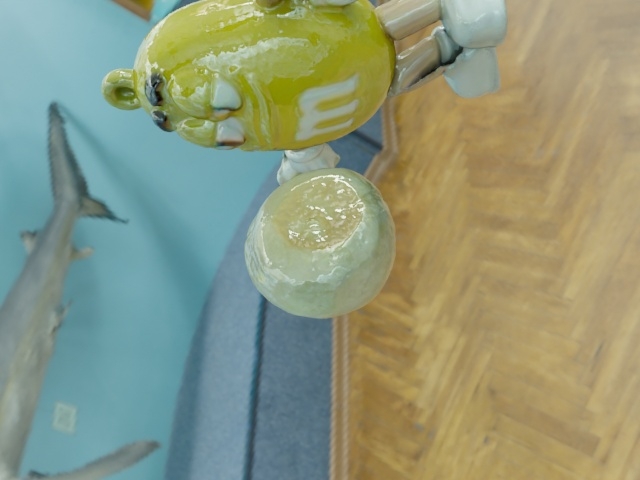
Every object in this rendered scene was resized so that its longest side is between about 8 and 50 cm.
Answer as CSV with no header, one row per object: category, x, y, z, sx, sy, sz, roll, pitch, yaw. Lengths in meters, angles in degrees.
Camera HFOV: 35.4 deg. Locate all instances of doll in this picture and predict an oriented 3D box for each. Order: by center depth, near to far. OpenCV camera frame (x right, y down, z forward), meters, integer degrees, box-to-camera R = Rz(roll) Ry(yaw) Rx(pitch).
doll,0.013,-0.190,1.131,0.423,0.348,0.161,-29,52,23

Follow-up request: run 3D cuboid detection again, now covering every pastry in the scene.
pastry,0.000,0.000,0.990,0.156,0.092,0.156,-7,49,8
